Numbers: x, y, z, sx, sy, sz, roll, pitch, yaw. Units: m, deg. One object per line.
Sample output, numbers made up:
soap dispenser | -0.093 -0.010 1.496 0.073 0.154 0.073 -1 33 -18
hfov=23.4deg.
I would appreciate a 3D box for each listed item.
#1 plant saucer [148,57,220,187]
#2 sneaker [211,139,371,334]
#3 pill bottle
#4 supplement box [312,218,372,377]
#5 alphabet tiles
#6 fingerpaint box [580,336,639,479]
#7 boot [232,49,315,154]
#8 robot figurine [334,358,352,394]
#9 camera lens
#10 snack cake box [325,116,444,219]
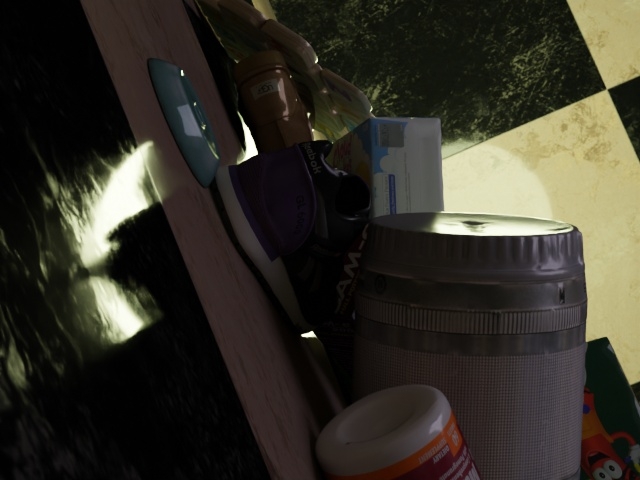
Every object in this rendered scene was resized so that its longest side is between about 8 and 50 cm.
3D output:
plant saucer | -0.111 -0.103 1.307 0.119 0.021 0.119 -22 90 -86
sneaker | 0.000 0.000 1.444 0.283 0.124 0.107 58 10 -64
pill bottle | 0.090 0.243 1.307 0.121 0.121 0.221 -99 166 -72
supplement box | 0.082 0.096 1.677 0.239 0.073 0.130 50 54 -41
alphabet tiles | -0.038 -0.206 1.931 0.278 0.021 0.284 35 -9 23
fingerpaint box | 0.300 0.394 1.925 0.445 0.163 0.371 105 -32 -59
boot | -0.025 -0.059 1.796 0.236 0.089 0.270 45 25 -71
robot figurine | 0.051 0.133 1.764 0.101 0.067 0.115 -47 118 -52
camera lens | 0.139 0.119 1.460 0.219 0.219 0.274 -78 169 -83
snack cake box | 0.062 -0.048 1.828 0.264 0.089 0.152 153 -65 -73
